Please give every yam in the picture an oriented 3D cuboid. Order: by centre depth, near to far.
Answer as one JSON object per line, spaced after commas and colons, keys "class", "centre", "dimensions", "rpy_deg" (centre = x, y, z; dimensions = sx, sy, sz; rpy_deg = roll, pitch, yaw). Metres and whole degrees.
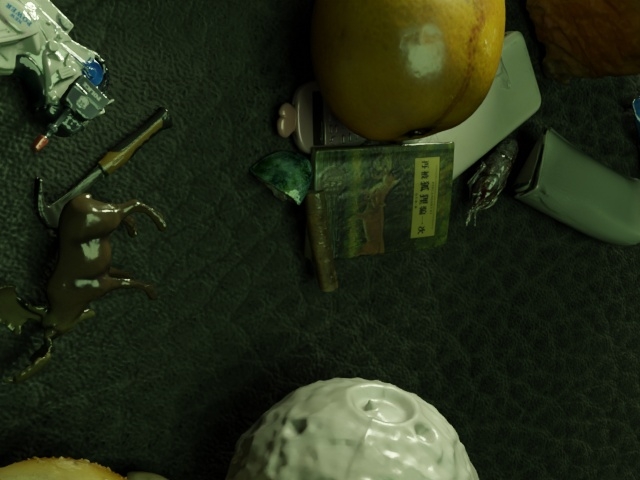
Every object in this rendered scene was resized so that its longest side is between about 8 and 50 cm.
{"class": "yam", "centre": [0.000, 0.000, 1.184], "dimensions": [0.032, 0.032, 0.145], "rpy_deg": [-23, 117, -30]}

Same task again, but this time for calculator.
{"class": "calculator", "centre": [0.007, -0.167, 1.199], "dimensions": [0.166, 0.024, 0.103], "rpy_deg": [-8, 103, -36]}

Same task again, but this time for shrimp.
{"class": "shrimp", "centre": [0.261, -0.092, 1.370], "dimensions": [0.056, 0.065, 0.165], "rpy_deg": [36, 81, -1]}

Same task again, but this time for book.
{"class": "book", "centre": [0.087, -0.058, 1.244], "dimensions": [0.228, 0.024, 0.160], "rpy_deg": [-5, 109, -27]}

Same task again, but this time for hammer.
{"class": "hammer", "centre": [-0.252, -0.090, 1.030], "dimensions": [0.201, 0.021, 0.078], "rpy_deg": [-46, 121, -20]}

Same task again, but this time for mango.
{"class": "mango", "centre": [0.121, -0.304, 1.139], "dimensions": [0.264, 0.221, 0.378], "rpy_deg": [20, 74, -35]}

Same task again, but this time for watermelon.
{"class": "watermelon", "centre": [-0.046, -0.081, 1.170], "dimensions": [0.085, 0.085, 0.061], "rpy_deg": [-13, 146, -33]}

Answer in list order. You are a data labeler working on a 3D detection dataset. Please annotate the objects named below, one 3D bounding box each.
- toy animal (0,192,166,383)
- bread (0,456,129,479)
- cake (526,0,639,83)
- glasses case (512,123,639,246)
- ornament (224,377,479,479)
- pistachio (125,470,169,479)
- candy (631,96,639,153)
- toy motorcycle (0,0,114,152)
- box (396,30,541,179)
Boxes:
{"class": "toy animal", "centre": [-0.282, 0.049, 0.991], "dimensions": [0.186, 0.093, 0.214], "rpy_deg": [-8, 115, -44]}
{"class": "bread", "centre": [-0.289, 0.374, 0.964], "dimensions": [0.305, 0.159, 0.305], "rpy_deg": [0, 106, 1]}
{"class": "cake", "centre": [0.497, -0.431, 1.326], "dimensions": [0.307, 0.314, 0.293], "rpy_deg": [-41, 117, -21]}
{"class": "glasses case", "centre": [0.433, -0.086, 1.477], "dimensions": [0.308, 0.083, 0.128], "rpy_deg": [21, 80, -35]}
{"class": "ornament", "centre": [0.041, 0.331, 1.119], "dimensions": [0.337, 0.337, 0.337], "rpy_deg": [-7, 102, -34]}
{"class": "pistachio", "centre": [-0.197, 0.361, 1.095], "dimensions": [0.124, 0.124, 0.185], "rpy_deg": [-42, 111, -22]}
{"class": "candy", "centre": [0.671, -0.143, 1.641], "dimensions": [0.187, 0.077, 0.331], "rpy_deg": [-31, 114, -20]}
{"class": "toy motorcycle", "centre": [-0.321, -0.191, 0.920], "dimensions": [0.221, 0.102, 0.150], "rpy_deg": [45, 60, -32]}
{"class": "box", "centre": [0.229, -0.195, 1.338], "dimensions": [0.285, 0.044, 0.142], "rpy_deg": [-38, 119, -24]}
